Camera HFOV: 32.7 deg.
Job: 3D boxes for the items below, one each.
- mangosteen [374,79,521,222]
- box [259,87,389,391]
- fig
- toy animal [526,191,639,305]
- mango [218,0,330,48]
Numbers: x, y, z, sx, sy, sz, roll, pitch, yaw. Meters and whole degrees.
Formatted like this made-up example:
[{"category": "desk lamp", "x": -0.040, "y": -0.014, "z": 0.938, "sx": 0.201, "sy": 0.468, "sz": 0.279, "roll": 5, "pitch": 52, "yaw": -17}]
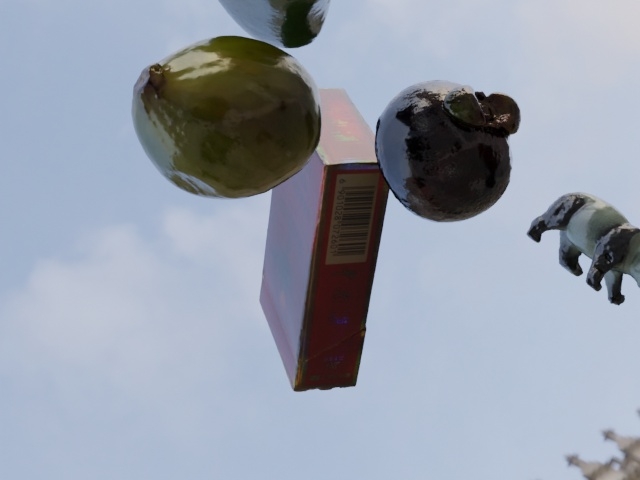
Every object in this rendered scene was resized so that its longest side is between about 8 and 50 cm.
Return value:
[{"category": "mangosteen", "x": 0.130, "y": -0.093, "z": 1.077, "sx": 0.152, "sy": 0.152, "sz": 0.152, "roll": -13, "pitch": -68, "yaw": -35}, {"category": "box", "x": 0.000, "y": -0.001, "z": 1.313, "sx": 0.089, "sy": 0.197, "sz": 0.313, "roll": -2, "pitch": -57, "yaw": -18}, {"category": "fig", "x": -0.074, "y": -0.098, "z": 0.888, "sx": 0.153, "sy": 0.136, "sz": 0.121, "roll": -15, "pitch": -42, "yaw": -8}, {"category": "toy animal", "x": 0.431, "y": 0.013, "z": 1.654, "sx": 0.121, "sy": 0.225, "sz": 0.094, "roll": -51, "pitch": -43, "yaw": 6}, {"category": "mango", "x": -0.046, "y": -0.264, "z": 0.982, "sx": 0.114, "sy": 0.156, "sz": 0.251, "roll": -57, "pitch": -10, "yaw": -11}]
